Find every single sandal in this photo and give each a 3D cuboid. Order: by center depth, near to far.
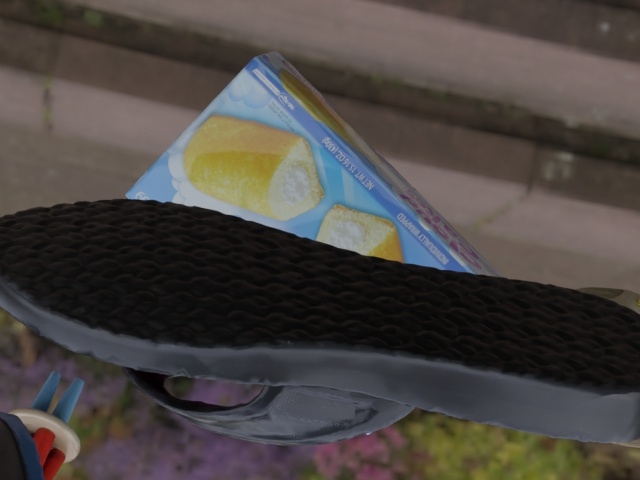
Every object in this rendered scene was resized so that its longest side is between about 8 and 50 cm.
[{"bbox_3d":[-0.006,0.075,1.131,0.446,0.107,0.167,12,-153,2],"label":"sandal"}]

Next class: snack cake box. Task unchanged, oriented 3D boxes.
[{"bbox_3d":[0.000,0.000,1.381,0.264,0.152,0.089,44,-167,0],"label":"snack cake box"}]

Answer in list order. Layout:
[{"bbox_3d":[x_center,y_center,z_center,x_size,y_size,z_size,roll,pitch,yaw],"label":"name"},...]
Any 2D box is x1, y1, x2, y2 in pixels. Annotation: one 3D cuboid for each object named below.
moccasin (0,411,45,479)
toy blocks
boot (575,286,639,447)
[{"bbox_3d":[-0.136,0.155,0.560,0.117,0.138,0.342,12,-168,-24],"label":"moccasin"},{"bbox_3d":[-0.165,0.168,1.139,0.054,0.148,0.123,-18,126,39],"label":"toy blocks"},{"bbox_3d":[0.266,0.107,1.620,0.213,0.077,0.165,20,-151,38],"label":"boot"}]
